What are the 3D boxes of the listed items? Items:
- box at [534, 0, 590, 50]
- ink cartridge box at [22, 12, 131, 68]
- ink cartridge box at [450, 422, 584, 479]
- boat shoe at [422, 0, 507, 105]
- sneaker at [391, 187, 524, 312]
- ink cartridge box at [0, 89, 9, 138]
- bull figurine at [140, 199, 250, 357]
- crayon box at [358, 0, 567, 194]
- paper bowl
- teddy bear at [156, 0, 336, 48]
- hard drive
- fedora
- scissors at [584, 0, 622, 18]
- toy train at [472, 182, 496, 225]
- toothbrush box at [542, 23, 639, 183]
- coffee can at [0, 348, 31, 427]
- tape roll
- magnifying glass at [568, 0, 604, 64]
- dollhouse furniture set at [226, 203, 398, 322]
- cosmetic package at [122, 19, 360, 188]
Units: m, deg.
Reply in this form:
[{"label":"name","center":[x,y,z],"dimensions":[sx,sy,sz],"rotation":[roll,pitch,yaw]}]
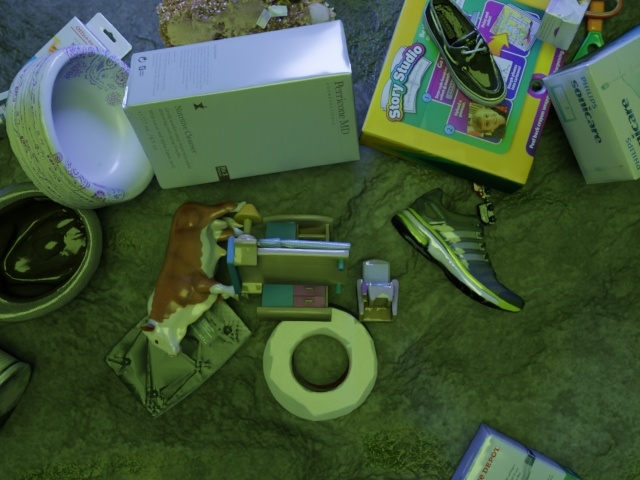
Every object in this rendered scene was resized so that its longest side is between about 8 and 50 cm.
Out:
[{"label":"box","center":[0.472,-0.476,1.288],"dimensions":[0.063,0.067,0.324],"rotation":[26,62,9]},{"label":"ink cartridge box","center":[-0.471,-0.355,1.394],"dimensions":[0.181,0.061,0.104],"rotation":[-44,90,1]},{"label":"ink cartridge box","center":[0.370,0.468,1.366],"dimensions":[0.208,0.087,0.153],"rotation":[29,91,0]},{"label":"boat shoe","center":[0.252,-0.333,1.254],"dimensions":[0.077,0.070,0.219],"rotation":[-35,85,-3]},{"label":"sneaker","center":[0.281,0.021,1.358],"dimensions":[0.300,0.111,0.121],"rotation":[43,87,-1]},{"label":"ink cartridge box","center":[-0.604,-0.242,1.381],"dimensions":[0.135,0.099,0.056],"rotation":[-20,89,1]},{"label":"bull figurine","center":[-0.223,0.058,1.320],"dimensions":[0.188,0.101,0.311],"rotation":[-2,62,10]},{"label":"crayon box","center":[0.275,-0.310,1.342],"dimensions":[0.312,0.106,0.363],"rotation":[19,85,3]},{"label":"paper bowl","center":[-0.436,-0.196,1.293],"dimensions":[0.148,0.284,0.285],"rotation":[-10,90,27]},{"label":"teddy bear","center":[-0.138,-0.423,1.376],"dimensions":[0.338,0.113,0.245],"rotation":[-37,97,-6]},{"label":"hard drive","center":[-0.274,0.203,1.397],"dimensions":[0.254,0.054,0.172],"rotation":[-41,89,0]},{"label":"fedora","center":[-0.543,0.019,1.368],"dimensions":[0.275,0.124,0.244],"rotation":[-40,91,-5]},{"label":"scissors","center":[0.431,-0.492,1.378],"dimensions":[0.296,0.021,0.109],"rotation":[9,91,7]},{"label":"toy train","center":[0.312,-0.107,1.395],"dimensions":[0.036,0.027,0.159],"rotation":[-10,90,12]},{"label":"toothbrush box","center":[0.579,-0.262,1.279],"dimensions":[0.295,0.126,0.217],"rotation":[-31,101,-18]},{"label":"coffee can","center":[-0.719,0.249,1.336],"dimensions":[0.275,0.201,0.202],"rotation":[30,91,1]},{"label":"tape roll","center":[0.001,0.231,1.383],"dimensions":[0.219,0.072,0.220],"rotation":[0,91,2]},{"label":"magnifying glass","center":[0.526,-0.378,1.386],"dimensions":[0.092,0.026,0.231],"rotation":[6,88,2]},{"label":"dollhouse furniture set","center":[0.000,0.000,1.237],"dimensions":[0.286,0.303,0.198],"rotation":[1,66,1]},{"label":"cosmetic package","center":[-0.128,-0.239,1.291],"dimensions":[0.384,0.217,0.156],"rotation":[-8,52,5]}]
